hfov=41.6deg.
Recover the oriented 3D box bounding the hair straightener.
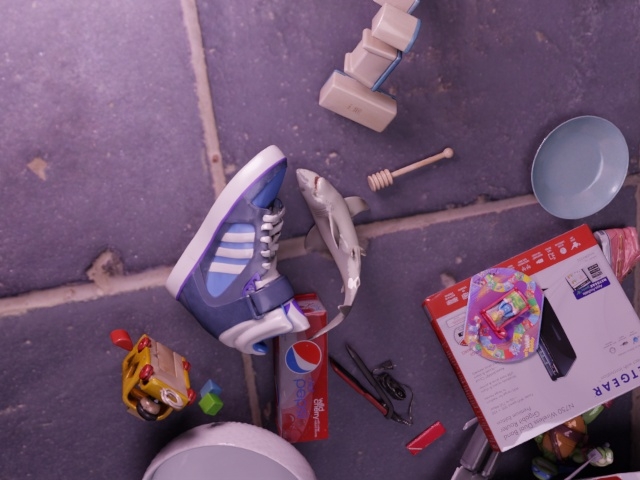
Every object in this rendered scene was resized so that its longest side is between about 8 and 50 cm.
[{"bbox_3d":[0.117,0.274,1.600,0.089,0.047,0.230,-42,114,3],"label":"hair straightener"}]

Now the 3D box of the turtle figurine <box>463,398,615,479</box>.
[{"bbox_3d":[0.470,0.328,1.594,0.274,0.198,0.266,35,81,-35],"label":"turtle figurine"}]

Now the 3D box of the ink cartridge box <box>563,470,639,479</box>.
[{"bbox_3d":[0.569,0.510,1.668,0.385,0.308,0.091,-4,72,-14],"label":"ink cartridge box"}]

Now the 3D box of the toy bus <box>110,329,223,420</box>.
[{"bbox_3d":[-0.282,0.250,1.418,0.104,0.191,0.202,-51,157,8],"label":"toy bus"}]

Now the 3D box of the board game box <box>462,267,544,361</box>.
[{"bbox_3d":[0.326,0.128,1.484,0.133,0.033,0.169,10,78,3],"label":"board game box"}]

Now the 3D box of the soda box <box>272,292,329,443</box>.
[{"bbox_3d":[-0.037,0.233,1.526,0.092,0.083,0.263,-5,111,-12],"label":"soda box"}]

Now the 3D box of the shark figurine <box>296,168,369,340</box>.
[{"bbox_3d":[0.014,0.023,1.444,0.166,0.116,0.278,0,76,-54],"label":"shark figurine"}]

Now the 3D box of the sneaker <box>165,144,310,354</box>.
[{"bbox_3d":[-0.084,0.035,1.375,0.236,0.130,0.323,38,107,4],"label":"sneaker"}]

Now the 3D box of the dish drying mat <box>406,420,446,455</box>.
[{"bbox_3d":[0.212,0.398,1.690,0.083,0.008,0.032,-37,113,1],"label":"dish drying mat"}]

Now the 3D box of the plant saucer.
[{"bbox_3d":[0.469,-0.136,1.545,0.195,0.037,0.195,-4,110,-12],"label":"plant saucer"}]

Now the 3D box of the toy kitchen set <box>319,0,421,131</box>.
[{"bbox_3d":[0.104,-0.317,1.375,0.122,0.166,0.207,22,139,-20],"label":"toy kitchen set"}]

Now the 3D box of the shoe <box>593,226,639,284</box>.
[{"bbox_3d":[0.575,0.060,1.628,0.081,0.063,0.178,-10,107,-5],"label":"shoe"}]

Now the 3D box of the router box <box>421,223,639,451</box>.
[{"bbox_3d":[0.401,0.175,1.533,0.335,0.082,0.301,-25,78,-5],"label":"router box"}]

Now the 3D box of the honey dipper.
[{"bbox_3d":[0.160,-0.127,1.477,0.160,0.030,0.030,-22,113,-10],"label":"honey dipper"}]

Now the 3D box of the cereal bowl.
[{"bbox_3d":[-0.155,0.463,1.527,0.339,0.141,0.339,2,114,4],"label":"cereal bowl"}]

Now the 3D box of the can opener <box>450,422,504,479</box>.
[{"bbox_3d":[0.309,0.437,1.703,0.076,0.095,0.283,28,87,-21],"label":"can opener"}]
